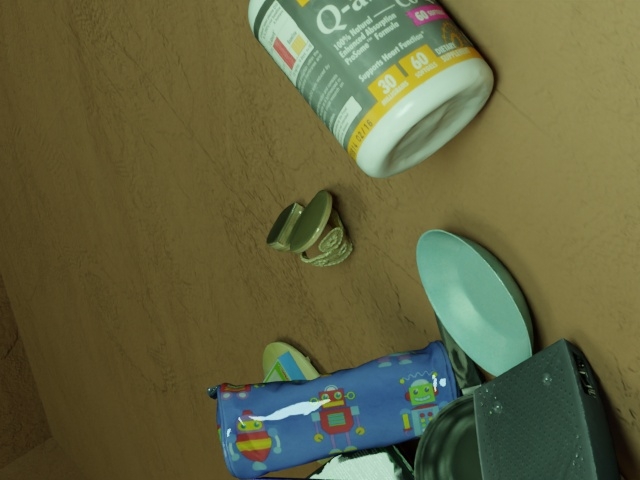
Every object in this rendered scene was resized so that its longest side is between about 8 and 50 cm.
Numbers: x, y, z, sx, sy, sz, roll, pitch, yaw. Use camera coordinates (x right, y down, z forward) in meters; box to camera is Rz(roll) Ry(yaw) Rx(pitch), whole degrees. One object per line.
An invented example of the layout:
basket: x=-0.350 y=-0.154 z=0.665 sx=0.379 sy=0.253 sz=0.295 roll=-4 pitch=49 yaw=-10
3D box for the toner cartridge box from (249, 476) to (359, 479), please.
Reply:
toner cartridge box: x=0.085 y=0.375 z=2.138 sx=0.075 sy=0.347 sz=0.165 roll=20 pitch=-108 yaw=-78

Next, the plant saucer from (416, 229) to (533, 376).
plant saucer: x=0.181 y=0.064 z=1.954 sx=0.195 sy=0.037 sz=0.195 roll=47 pitch=156 yaw=28

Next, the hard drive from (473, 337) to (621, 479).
hard drive: x=0.242 y=0.249 z=1.850 sx=0.172 sy=0.054 sz=0.255 roll=-38 pitch=51 yaw=45

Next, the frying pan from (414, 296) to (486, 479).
frying pan: x=0.168 y=0.220 z=2.060 sx=0.326 sy=0.197 sz=0.053 roll=55 pitch=-158 yaw=16

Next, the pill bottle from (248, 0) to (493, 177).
pill bottle: x=0.029 y=-0.211 z=1.742 sx=0.278 sy=0.162 sz=0.162 roll=52 pitch=158 yaw=14

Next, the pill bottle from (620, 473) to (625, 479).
pill bottle: x=0.280 y=0.301 z=1.941 sx=0.067 sy=0.120 sz=0.067 roll=46 pitch=155 yaw=29

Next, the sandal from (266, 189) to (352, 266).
sandal: x=0.003 y=-0.006 z=2.231 sx=0.079 sy=0.088 sz=0.240 roll=30 pitch=171 yaw=-13

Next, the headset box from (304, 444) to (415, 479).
headset box: x=0.104 y=0.384 z=2.322 sx=0.246 sy=0.131 sz=0.283 roll=54 pitch=179 yaw=11

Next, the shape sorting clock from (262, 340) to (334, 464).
shape sorting clock: x=-0.023 y=0.243 z=2.632 sx=0.206 sy=0.040 sz=0.206 roll=49 pitch=155 yaw=32

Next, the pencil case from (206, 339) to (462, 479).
pencil case: x=0.020 y=0.206 z=2.149 sx=0.133 sy=0.306 sz=0.119 roll=50 pitch=-151 yaw=-88
